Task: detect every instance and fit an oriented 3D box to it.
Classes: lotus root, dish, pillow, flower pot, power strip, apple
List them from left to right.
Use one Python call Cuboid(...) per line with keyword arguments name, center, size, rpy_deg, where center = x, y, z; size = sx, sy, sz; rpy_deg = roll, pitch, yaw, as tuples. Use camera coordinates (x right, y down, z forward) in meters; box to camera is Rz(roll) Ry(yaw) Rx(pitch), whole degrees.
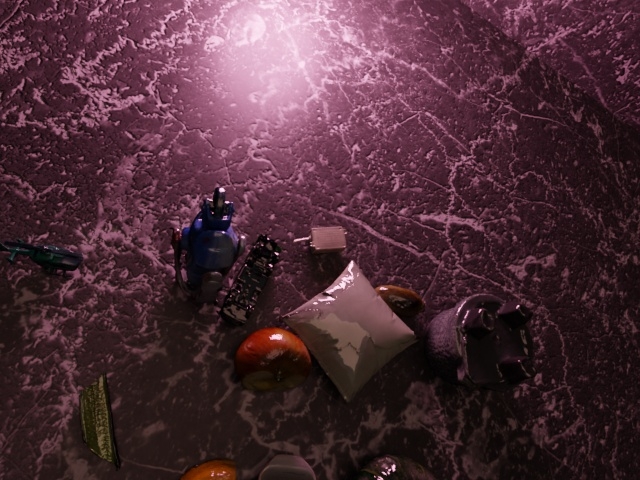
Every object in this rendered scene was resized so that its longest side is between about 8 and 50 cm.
Cuboid(name="apple", center=(-0.125, 0.308, 1.231), size=(0.195, 0.173, 0.160), rpy_deg=(9, 70, -23))
Cuboid(name="dish", center=(-0.096, 0.656, 1.170), size=(0.154, 0.064, 0.234), rpy_deg=(14, 67, -16))
Cuboid(name="power strip", center=(0.000, 0.000, 1.474), size=(0.175, 0.042, 0.075), rpy_deg=(-3, 71, -21))
Cuboid(name="pillow", center=(0.089, 0.255, 1.365), size=(0.312, 0.119, 0.310), rpy_deg=(-36, 80, -26))
Cuboid(name="lotus root", center=(0.246, 0.189, 1.478), size=(0.179, 0.080, 0.089), rpy_deg=(17, 65, -13))
Cuboid(name="flower pot", center=(0.475, 0.320, 1.406), size=(0.299, 0.283, 0.299), rpy_deg=(8, 67, -20))

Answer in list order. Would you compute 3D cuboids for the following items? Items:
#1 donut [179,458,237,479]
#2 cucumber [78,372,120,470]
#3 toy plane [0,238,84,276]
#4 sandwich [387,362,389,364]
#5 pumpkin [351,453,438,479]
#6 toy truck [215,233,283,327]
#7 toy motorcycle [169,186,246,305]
Cuboid(name="donut", center=(-0.291, 0.638, 1.088), size=(0.152, 0.101, 0.259), rpy_deg=(15, 69, -10))
Cuboid(name="cucumber", center=(-0.517, 0.427, 1.102), size=(0.070, 0.046, 0.220), rpy_deg=(-10, 73, -23))
Cuboid(name="toy plane", center=(-0.682, 0.037, 1.159), size=(0.235, 0.096, 0.060), rpy_deg=(9, 63, 1))
Cuboid(name="sandwich", center=(0.210, 0.319, 1.445), size=(0.069, 0.026, 0.101), rpy_deg=(42, 60, 0))
Cuboid(name="pumpkin", center=(0.201, 0.702, 1.190), size=(0.300, 0.207, 0.300), rpy_deg=(13, 61, -24))
Cuboid(name="toy truck", center=(-0.193, 0.111, 1.309), size=(0.088, 0.121, 0.259), rpy_deg=(30, 62, -10))
Cuboid(name="toy motorcycle", center=(-0.264, 0.035, 1.198), size=(0.182, 0.319, 0.241), rpy_deg=(-20, 71, -30))
